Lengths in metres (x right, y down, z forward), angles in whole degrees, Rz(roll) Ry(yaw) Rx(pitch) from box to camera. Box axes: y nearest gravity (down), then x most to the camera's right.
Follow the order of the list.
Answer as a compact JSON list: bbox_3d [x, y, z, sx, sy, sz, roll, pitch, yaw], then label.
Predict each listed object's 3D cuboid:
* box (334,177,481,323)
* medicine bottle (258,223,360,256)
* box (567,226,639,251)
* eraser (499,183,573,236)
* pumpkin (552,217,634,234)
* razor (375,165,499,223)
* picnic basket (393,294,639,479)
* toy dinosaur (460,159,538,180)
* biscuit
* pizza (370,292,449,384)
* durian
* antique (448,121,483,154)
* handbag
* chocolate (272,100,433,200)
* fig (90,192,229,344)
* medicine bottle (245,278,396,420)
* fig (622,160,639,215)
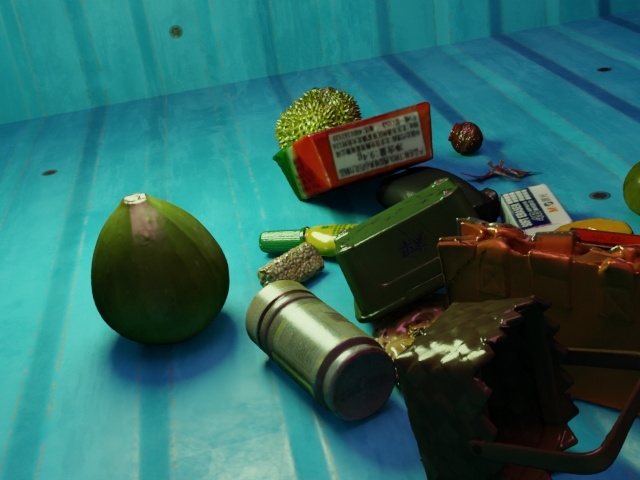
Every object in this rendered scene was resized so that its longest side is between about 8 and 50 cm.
[{"bbox_3d":[0.187,0.010,1.777,0.329,0.177,0.253,-27,8,5],"label":"box"},{"bbox_3d":[0.000,0.000,2.099,0.309,0.076,0.111,0,21,17],"label":"medicine bottle"},{"bbox_3d":[0.511,0.102,1.538,0.153,0.239,0.074,6,29,28],"label":"box"},{"bbox_3d":[0.504,-0.032,1.996,0.130,0.086,0.287,-9,26,3],"label":"eraser"},{"bbox_3d":[0.496,0.067,1.735,0.317,0.139,0.222,-14,24,-13],"label":"pumpkin"},{"bbox_3d":[0.293,-0.104,2.187,0.189,0.107,0.327,-23,29,-24],"label":"razor"},{"bbox_3d":[0.302,0.239,1.267,0.321,0.291,0.254,-3,22,39],"label":"picnic basket"},{"bbox_3d":[0.498,-0.191,2.391,0.220,0.032,0.108,-3,23,6],"label":"toy dinosaur"},{"bbox_3d":[-0.067,0.066,1.987,0.168,0.082,0.070,-31,8,-38],"label":"biscuit"},{"bbox_3d":[0.185,0.182,1.674,0.189,0.071,0.297,11,32,33],"label":"pizza"},{"bbox_3d":[-0.003,-0.335,2.616,0.291,0.224,0.291,-16,30,10],"label":"durian"},{"bbox_3d":[0.434,-0.302,2.564,0.104,0.104,0.104,-7,26,3],"label":"antique"},{"bbox_3d":[0.408,0.121,1.464,0.410,0.303,0.116,12,38,35],"label":"handbag"},{"bbox_3d":[0.092,-0.234,2.337,0.360,0.161,0.341,-18,2,-17],"label":"chocolate"},{"bbox_3d":[-0.348,0.053,1.827,0.316,0.316,0.316,-7,26,3],"label":"fig"},{"bbox_3d":[-0.005,0.198,1.605,0.151,0.151,0.322,-21,28,-24],"label":"medicine bottle"},{"bbox_3d":[0.812,-0.131,2.014,0.181,0.191,0.181,10,51,-13],"label":"fig"}]
